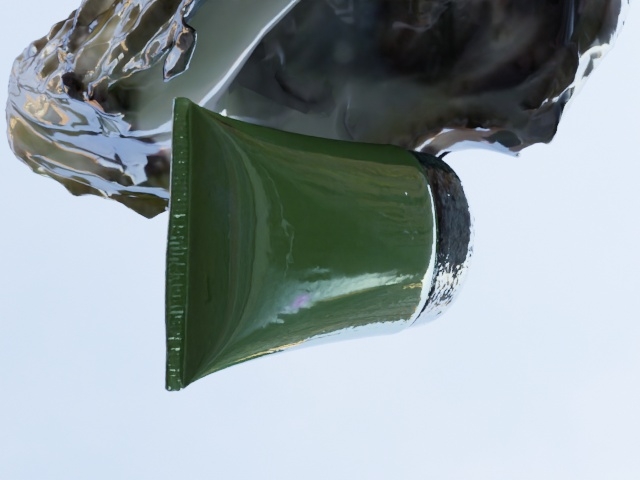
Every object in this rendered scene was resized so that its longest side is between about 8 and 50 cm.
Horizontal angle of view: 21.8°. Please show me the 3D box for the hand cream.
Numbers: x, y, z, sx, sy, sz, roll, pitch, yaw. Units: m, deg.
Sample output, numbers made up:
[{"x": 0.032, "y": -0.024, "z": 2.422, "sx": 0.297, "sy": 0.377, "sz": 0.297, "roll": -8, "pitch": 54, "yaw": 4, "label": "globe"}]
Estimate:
[{"x": 0.000, "y": 0.000, "z": 0.603, "sx": 0.175, "sy": 0.046, "sz": 0.095, "roll": -1, "pitch": -85, "yaw": -54, "label": "hand cream"}]

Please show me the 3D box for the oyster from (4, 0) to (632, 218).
[{"x": 0.030, "y": -0.112, "z": 0.665, "sx": 0.351, "sy": 0.114, "sz": 0.238, "roll": -28, "pitch": -27, "yaw": 5, "label": "oyster"}]
